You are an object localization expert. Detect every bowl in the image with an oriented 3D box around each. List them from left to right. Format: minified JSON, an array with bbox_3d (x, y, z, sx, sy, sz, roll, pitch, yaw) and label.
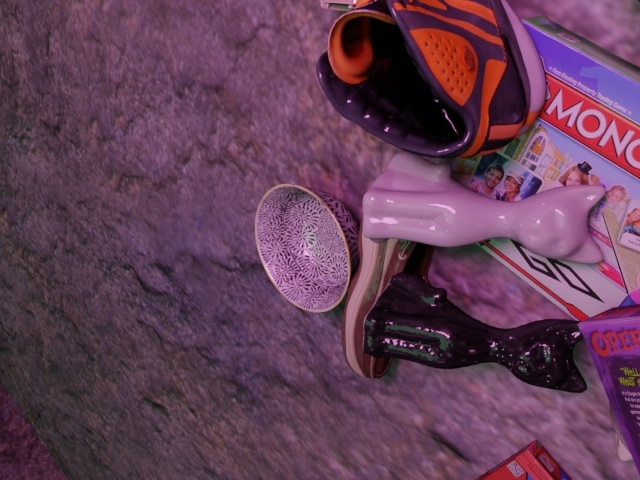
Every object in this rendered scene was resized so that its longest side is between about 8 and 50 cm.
[{"bbox_3d":[0.000,0.000,0.812,0.170,0.080,0.170,23,123,40],"label":"bowl"}]

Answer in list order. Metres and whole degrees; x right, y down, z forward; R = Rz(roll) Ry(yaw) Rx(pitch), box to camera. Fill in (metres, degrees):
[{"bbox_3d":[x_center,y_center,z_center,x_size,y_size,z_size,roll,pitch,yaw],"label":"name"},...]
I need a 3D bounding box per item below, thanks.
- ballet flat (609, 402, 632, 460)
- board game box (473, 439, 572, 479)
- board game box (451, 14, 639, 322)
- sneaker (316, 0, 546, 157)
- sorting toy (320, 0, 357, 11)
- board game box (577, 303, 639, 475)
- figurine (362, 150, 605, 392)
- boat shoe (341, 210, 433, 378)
[{"bbox_3d":[0.314,0.207,0.580,0.213,0.072,0.068,57,142,11],"label":"ballet flat"},{"bbox_3d":[0.295,0.373,0.709,0.281,0.027,0.145,50,137,19],"label":"board game box"},{"bbox_3d":[0.264,-0.024,0.548,0.317,0.046,0.213,42,134,27],"label":"board game box"},{"bbox_3d":[0.058,-0.211,0.502,0.124,0.180,0.321,-34,83,45],"label":"sneaker"},{"bbox_3d":[0.047,-0.281,0.669,0.083,0.045,0.075,23,116,39],"label":"sorting toy"},{"bbox_3d":[0.318,0.127,0.377,0.208,0.056,0.347,66,162,4],"label":"board game box"},{"bbox_3d":[0.151,0.033,0.594,0.209,0.092,0.214,10,115,27],"label":"figurine"},{"bbox_3d":[0.089,0.064,0.739,0.095,0.095,0.257,22,122,32],"label":"boat shoe"}]
